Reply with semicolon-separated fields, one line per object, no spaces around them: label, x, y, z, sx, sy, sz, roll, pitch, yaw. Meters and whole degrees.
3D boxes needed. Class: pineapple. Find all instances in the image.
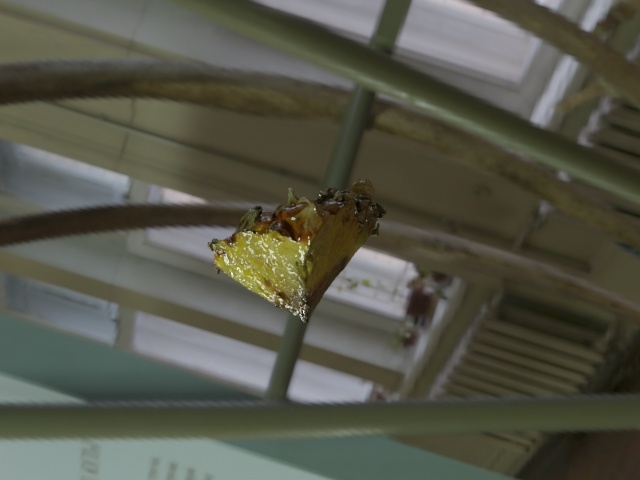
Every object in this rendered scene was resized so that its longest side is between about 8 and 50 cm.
pineapple;0.000;0.000;0.710;0.114;0.077;0.114;-32;1;-29
